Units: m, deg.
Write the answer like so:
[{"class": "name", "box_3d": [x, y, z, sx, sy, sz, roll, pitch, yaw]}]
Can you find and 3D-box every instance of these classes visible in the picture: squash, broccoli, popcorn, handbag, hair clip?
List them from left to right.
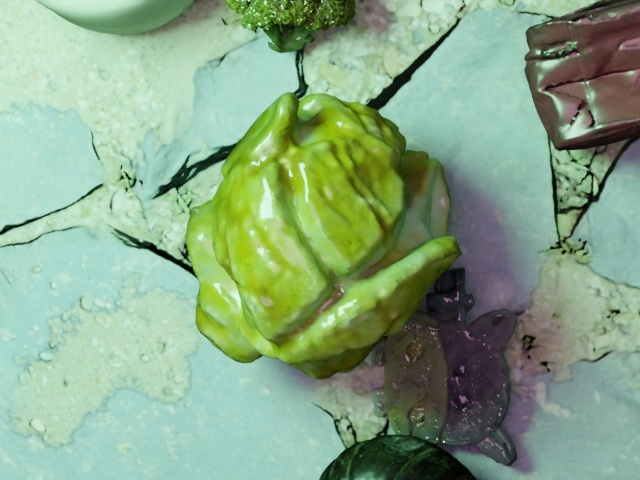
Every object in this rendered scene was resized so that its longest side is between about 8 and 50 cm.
[{"class": "broccoli", "box_3d": [-0.031, -0.240, 1.634, 0.131, 0.130, 0.120, -13, 131, -12]}, {"class": "popcorn", "box_3d": [-0.005, -0.002, 1.567, 0.225, 0.276, 0.276, 43, 100, 1]}, {"class": "squash", "box_3d": [0.077, 0.277, 1.579, 0.193, 0.156, 0.193, -12, 67, 30]}, {"class": "hair clip", "box_3d": [0.119, 0.120, 1.619, 0.146, 0.056, 0.187, 3, 93, 21]}, {"class": "handbag", "box_3d": [0.299, -0.164, 1.529, 0.225, 0.146, 0.135, -13, 92, 14]}]

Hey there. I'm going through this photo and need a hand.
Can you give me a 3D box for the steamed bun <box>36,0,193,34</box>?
[{"class": "steamed bun", "box_3d": [-0.235, -0.306, 1.664, 0.164, 0.146, 0.242, -42, 80, 6]}]
